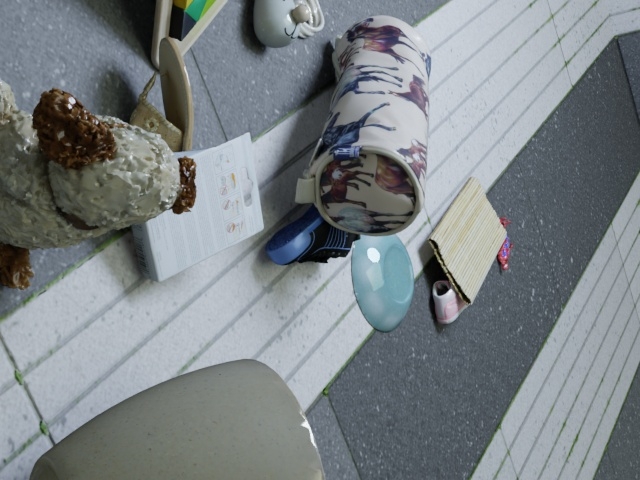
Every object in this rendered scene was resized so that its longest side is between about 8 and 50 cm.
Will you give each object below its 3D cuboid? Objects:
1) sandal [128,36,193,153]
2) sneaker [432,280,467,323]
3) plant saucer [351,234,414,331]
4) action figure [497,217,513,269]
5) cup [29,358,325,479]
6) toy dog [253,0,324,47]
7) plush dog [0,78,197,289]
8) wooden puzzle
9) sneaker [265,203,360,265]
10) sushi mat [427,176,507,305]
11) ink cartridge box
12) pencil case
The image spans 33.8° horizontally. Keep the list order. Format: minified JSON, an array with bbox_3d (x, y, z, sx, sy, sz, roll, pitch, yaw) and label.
[{"bbox_3d":[-0.207,-0.132,1.332,0.079,0.088,0.240,-14,109,-26],"label":"sandal"},{"bbox_3d":[0.253,0.095,2.000,0.134,0.051,0.070,-44,124,-47],"label":"sneaker"},{"bbox_3d":[0.120,0.060,1.820,0.195,0.037,0.195,18,68,-54],"label":"plant saucer"},{"bbox_3d":[0.397,0.009,2.265,0.038,0.030,0.115,34,57,-54],"label":"action figure"},{"bbox_3d":[-0.172,0.299,1.110,0.237,0.331,0.331,-1,83,-31],"label":"cup"},{"bbox_3d":[-0.031,-0.475,1.608,0.220,0.161,0.333,-24,102,-56],"label":"toy dog"},{"bbox_3d":[-0.255,-0.064,1.104,0.262,0.225,0.210,20,65,-54],"label":"plush dog"},{"bbox_3d":[-0.158,-0.372,1.396,0.238,0.044,0.221,99,14,-46],"label":"wooden puzzle"},{"bbox_3d":[0.000,0.000,1.610,0.232,0.081,0.090,-41,109,-54],"label":"sneaker"},{"bbox_3d":[0.295,-0.005,2.071,0.151,0.019,0.316,59,32,-12],"label":"sushi mat"},{"bbox_3d":[-0.159,-0.048,1.335,0.179,0.045,0.145,-30,124,-38],"label":"ink cartridge box"},{"bbox_3d":[0.079,-0.191,1.644,0.410,0.184,0.160,-80,-173,-48],"label":"pencil case"}]
